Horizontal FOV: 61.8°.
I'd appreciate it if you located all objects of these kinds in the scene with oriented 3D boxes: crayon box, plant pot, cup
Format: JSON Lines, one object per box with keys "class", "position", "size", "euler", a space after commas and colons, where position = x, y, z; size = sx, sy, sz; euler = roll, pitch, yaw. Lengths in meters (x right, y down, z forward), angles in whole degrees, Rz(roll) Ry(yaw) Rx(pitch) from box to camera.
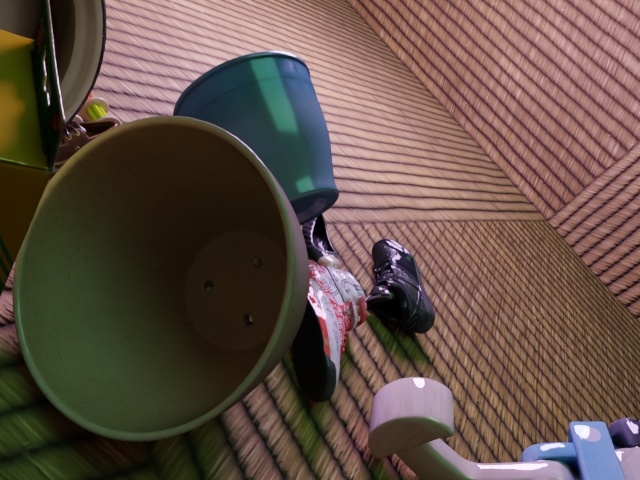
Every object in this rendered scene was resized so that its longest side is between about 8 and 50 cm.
{"class": "crayon box", "position": [-0.344, -0.069, 0.529], "size": [0.081, 0.318, 0.202], "euler": [9, 43, -41]}
{"class": "plant pot", "position": [-0.098, -0.155, 0.983], "size": [0.272, 0.272, 0.255], "euler": [-7, 69, -51]}
{"class": "cup", "position": [-0.147, 0.051, 0.648], "size": [0.331, 0.331, 0.237], "euler": [53, 7, 19]}

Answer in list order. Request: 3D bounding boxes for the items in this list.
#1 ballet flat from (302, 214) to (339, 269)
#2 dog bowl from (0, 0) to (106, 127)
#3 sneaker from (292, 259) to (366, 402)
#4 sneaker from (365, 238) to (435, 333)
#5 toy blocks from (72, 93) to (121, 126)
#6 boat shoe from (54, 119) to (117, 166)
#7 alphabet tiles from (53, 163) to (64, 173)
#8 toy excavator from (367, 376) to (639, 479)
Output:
{"class": "ballet flat", "position": [0.000, 0.000, 1.048], "size": [0.058, 0.049, 0.173], "euler": [19, 26, -28]}
{"class": "dog bowl", "position": [-0.476, -0.289, 0.623], "size": [0.408, 0.407, 0.150], "euler": [14, 22, -37]}
{"class": "sneaker", "position": [0.024, 0.141, 0.882], "size": [0.145, 0.090, 0.270], "euler": [16, 36, -31]}
{"class": "sneaker", "position": [0.142, 0.078, 1.090], "size": [0.130, 0.087, 0.227], "euler": [20, 42, -41]}
{"class": "toy blocks", "position": [-0.428, -0.240, 0.910], "size": [0.123, 0.054, 0.148], "euler": [-12, 58, -52]}
{"class": "boat shoe", "position": [-0.390, -0.159, 0.824], "size": [0.064, 0.060, 0.178], "euler": [42, 31, 15]}
{"class": "alphabet tiles", "position": [-0.327, -0.064, 0.817], "size": [0.237, 0.009, 0.198], "euler": [38, 30, 8]}
{"class": "toy excavator", "position": [0.323, 0.386, 0.799], "size": [0.222, 0.446, 0.432], "euler": [-74, 152, -57]}
